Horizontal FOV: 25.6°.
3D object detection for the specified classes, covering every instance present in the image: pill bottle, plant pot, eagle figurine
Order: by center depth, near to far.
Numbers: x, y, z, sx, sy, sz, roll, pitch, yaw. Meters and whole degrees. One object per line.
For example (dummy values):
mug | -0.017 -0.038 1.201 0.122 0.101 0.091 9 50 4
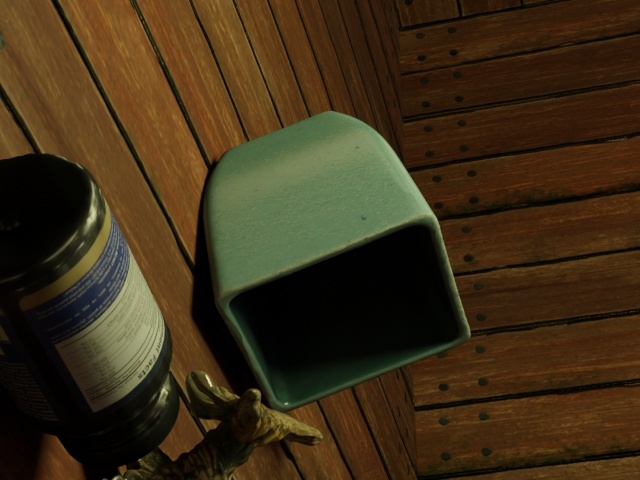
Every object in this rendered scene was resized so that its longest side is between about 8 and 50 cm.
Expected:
pill bottle | -0.173 0.057 0.961 0.219 0.122 0.123 71 15 -45
eagle figurine | -0.105 0.261 1.111 0.226 0.225 0.298 28 79 -26
plant pot | 0.000 0.000 1.619 0.247 0.247 0.252 68 2 -49
